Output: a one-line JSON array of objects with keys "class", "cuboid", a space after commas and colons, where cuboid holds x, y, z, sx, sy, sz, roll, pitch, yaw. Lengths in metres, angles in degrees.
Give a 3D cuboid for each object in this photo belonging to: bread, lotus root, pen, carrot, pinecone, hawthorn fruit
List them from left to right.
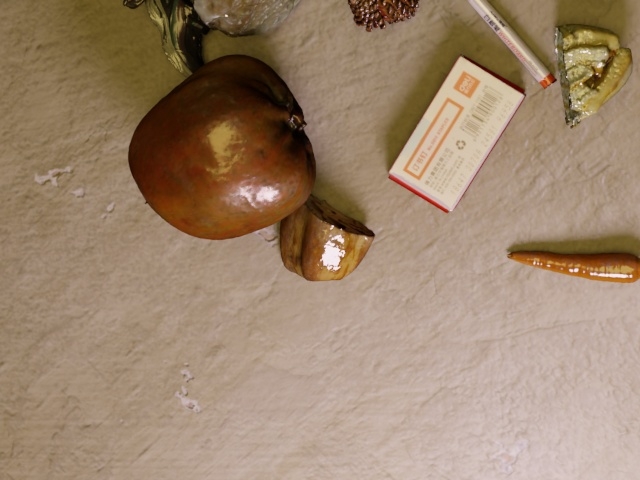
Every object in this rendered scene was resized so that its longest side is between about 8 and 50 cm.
[{"class": "hawthorn fruit", "cuboid": [-0.162, -0.125, 1.827, 0.301, 0.268, 0.268, -29, 95, 18]}, {"class": "lotus root", "cuboid": [0.000, 0.003, 1.916, 0.159, 0.095, 0.135, 18, 106, 11]}, {"class": "pinecone", "cuboid": [0.096, -0.367, 1.829, 0.109, 0.102, 0.102, 10, 102, -2]}, {"class": "pen", "cuboid": [0.285, -0.321, 1.842, 0.026, 0.026, 0.218, -41, 92, 14]}, {"class": "carrot", "cuboid": [0.401, 0.037, 1.884, 0.216, 0.048, 0.048, 5, 101, 13]}, {"class": "bread", "cuboid": [0.414, -0.252, 1.804, 0.110, 0.103, 0.156, -9, 104, -1]}]

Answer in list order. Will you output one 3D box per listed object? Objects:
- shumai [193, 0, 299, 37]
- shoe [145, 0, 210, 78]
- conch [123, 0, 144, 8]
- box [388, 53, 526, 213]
[{"class": "shumai", "cuboid": [-0.139, -0.488, 1.775, 0.263, 0.304, 0.309, 40, 77, 14]}, {"class": "shoe", "cuboid": [-0.206, -0.338, 1.898, 0.099, 0.071, 0.169, -26, 92, 10]}, {"class": "conch", "cuboid": [-0.237, -0.467, 1.869, 0.080, 0.086, 0.233, 45, 105, 35]}, {"class": "box", "cuboid": [0.211, -0.163, 1.871, 0.123, 0.050, 0.229, 31, 104, 4]}]
